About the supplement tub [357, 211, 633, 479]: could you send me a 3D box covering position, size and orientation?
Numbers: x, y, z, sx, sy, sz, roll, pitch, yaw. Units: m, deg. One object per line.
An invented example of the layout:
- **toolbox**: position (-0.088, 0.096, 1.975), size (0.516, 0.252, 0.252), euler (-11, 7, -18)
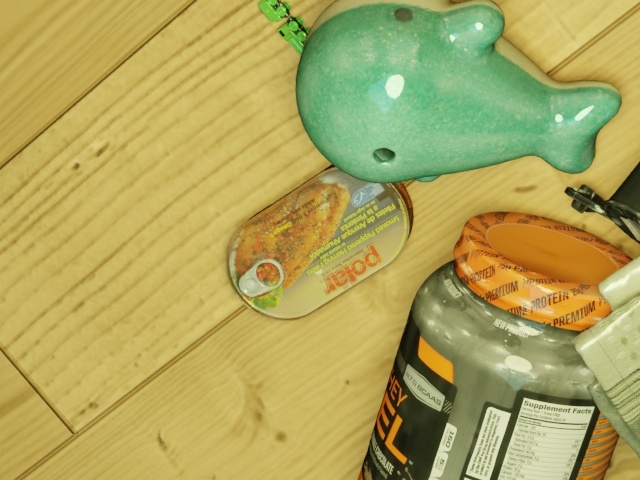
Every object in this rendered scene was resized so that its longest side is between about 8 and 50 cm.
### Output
- **supplement tub**: position (0.155, 0.159, 1.685), size (0.207, 0.207, 0.338), euler (19, 112, 8)

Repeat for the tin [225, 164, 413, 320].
- **tin**: position (0.000, 0.000, 1.765), size (0.190, 0.040, 0.106), euler (-32, 94, 23)

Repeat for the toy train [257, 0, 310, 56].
- **toy train**: position (-0.024, -0.186, 1.716), size (0.024, 0.017, 0.083), euler (-36, 97, 33)

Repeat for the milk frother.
- **milk frother**: position (0.292, -0.062, 1.634), size (0.143, 0.129, 0.134), euler (34, 81, 30)

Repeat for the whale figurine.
- **whale figurine**: position (0.111, -0.108, 1.628), size (0.272, 0.141, 0.216), euler (17, 140, -4)

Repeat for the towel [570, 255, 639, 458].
- **towel**: position (0.393, 0.091, 1.594), size (0.324, 0.056, 0.312), euler (-36, 118, 1)
